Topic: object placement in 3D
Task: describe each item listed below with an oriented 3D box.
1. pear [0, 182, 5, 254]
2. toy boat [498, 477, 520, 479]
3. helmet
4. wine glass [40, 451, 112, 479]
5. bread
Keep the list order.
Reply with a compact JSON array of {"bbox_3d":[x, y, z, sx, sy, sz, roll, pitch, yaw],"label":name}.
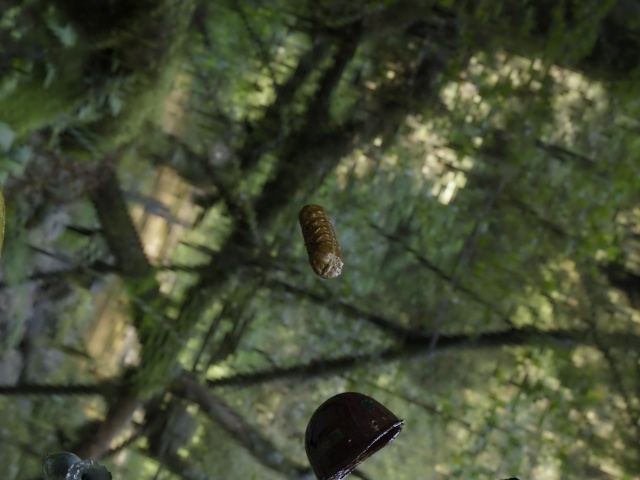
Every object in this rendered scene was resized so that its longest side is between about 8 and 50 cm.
[{"bbox_3d":[-0.430,-0.019,1.103,0.348,0.348,0.348,22,90,-83],"label":"pear"},{"bbox_3d":[0.192,0.367,1.737,0.079,0.136,0.392,-41,169,-19],"label":"toy boat"},{"bbox_3d":[0.031,0.290,2.042,0.155,0.106,0.175,-19,151,-54],"label":"helmet"},{"bbox_3d":[-0.397,0.370,2.172,0.074,0.074,0.262,-66,-161,-13],"label":"wine glass"},{"bbox_3d":[0.000,0.000,1.945,0.044,0.052,0.157,-35,-149,13],"label":"bread"}]
